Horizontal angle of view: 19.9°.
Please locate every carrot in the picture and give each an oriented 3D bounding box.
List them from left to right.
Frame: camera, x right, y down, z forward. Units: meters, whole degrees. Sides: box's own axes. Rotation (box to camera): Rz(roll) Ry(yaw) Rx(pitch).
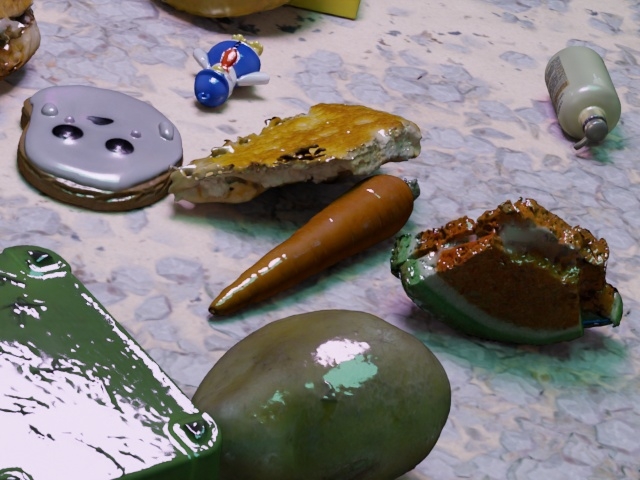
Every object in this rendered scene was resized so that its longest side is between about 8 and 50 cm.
[{"bbox_3d":[0.000,0.000,1.858,0.069,0.069,0.336,31,39,26],"label":"carrot"}]

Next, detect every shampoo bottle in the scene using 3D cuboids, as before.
[{"bbox_3d":[0.325,-0.172,2.243,0.079,0.079,0.162,8,32,-10],"label":"shampoo bottle"}]

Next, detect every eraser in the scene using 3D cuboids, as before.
[{"bbox_3d":[-0.005,-0.342,2.413,0.122,0.045,0.097,12,33,-3],"label":"eraser"}]

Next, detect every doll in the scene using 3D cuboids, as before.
[{"bbox_3d":[-0.111,-0.196,2.133,0.098,0.058,0.143,22,38,11],"label":"doll"}]

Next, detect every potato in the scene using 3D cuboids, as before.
[{"bbox_3d":[-0.004,0.143,1.546,0.235,0.160,0.178,-20,4,-23],"label":"potato"}]

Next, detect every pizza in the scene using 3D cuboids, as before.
[{"bbox_3d":[-0.027,-0.086,1.952,0.189,0.071,0.297,12,22,42],"label":"pizza"}]

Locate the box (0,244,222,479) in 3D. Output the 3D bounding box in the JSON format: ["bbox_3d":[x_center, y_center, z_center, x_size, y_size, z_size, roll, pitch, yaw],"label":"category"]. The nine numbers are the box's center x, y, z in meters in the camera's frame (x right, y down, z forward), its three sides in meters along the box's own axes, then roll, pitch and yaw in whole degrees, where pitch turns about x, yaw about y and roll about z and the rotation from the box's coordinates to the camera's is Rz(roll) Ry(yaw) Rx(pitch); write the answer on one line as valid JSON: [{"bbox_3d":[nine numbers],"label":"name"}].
[{"bbox_3d":[-0.240,0.154,1.406,0.252,0.178,0.328,-16,42,-38],"label":"box"}]

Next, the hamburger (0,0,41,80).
[{"bbox_3d":[-0.425,-0.291,2.009,0.260,0.211,0.245,27,41,31],"label":"hamburger"}]

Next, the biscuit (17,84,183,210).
[{"bbox_3d":[-0.234,-0.105,1.945,0.181,0.049,0.208,9,30,-7],"label":"biscuit"}]

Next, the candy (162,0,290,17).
[{"bbox_3d":[-0.107,-0.382,2.327,0.259,0.118,0.260,-6,36,5],"label":"candy"}]

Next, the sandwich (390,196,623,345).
[{"bbox_3d":[0.200,0.043,1.804,0.235,0.159,0.079,26,48,-23],"label":"sandwich"}]
